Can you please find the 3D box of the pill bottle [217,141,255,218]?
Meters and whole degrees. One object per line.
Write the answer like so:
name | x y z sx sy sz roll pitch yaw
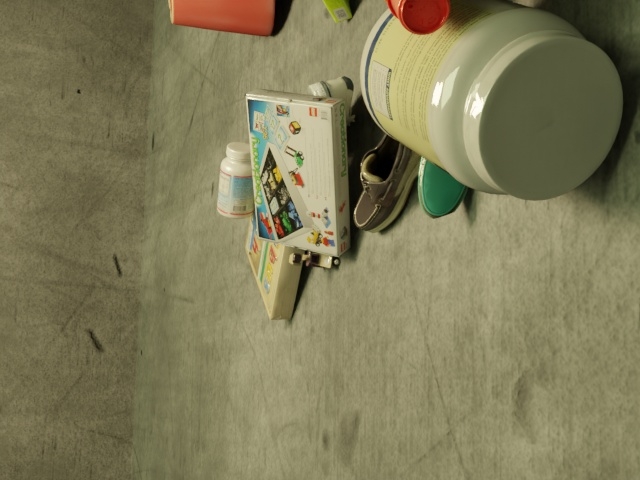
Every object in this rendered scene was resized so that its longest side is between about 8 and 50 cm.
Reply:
pill bottle | -0.184 -0.136 2.060 0.087 0.087 0.160 -126 39 -56

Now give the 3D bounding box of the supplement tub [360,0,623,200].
supplement tub | 0.214 -0.198 1.205 0.325 0.236 0.235 -133 53 -59

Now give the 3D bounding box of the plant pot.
plant pot | -0.249 -0.631 2.234 0.275 0.243 0.274 175 90 -79

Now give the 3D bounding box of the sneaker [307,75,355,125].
sneaker | 0.024 -0.235 1.821 0.258 0.091 0.094 102 149 -70

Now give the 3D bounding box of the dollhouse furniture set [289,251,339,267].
dollhouse furniture set | 0.000 0.000 1.843 0.081 0.091 0.114 8 90 51

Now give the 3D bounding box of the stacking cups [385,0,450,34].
stacking cups | 0.116 -0.351 1.212 0.316 0.096 0.096 -101 27 -54

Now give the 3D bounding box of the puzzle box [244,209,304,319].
puzzle box | -0.090 -0.063 2.004 0.272 0.052 0.408 -116 30 -49

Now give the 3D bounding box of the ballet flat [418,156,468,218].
ballet flat | 0.200 -0.156 1.440 0.087 0.083 0.247 -84 0 -88

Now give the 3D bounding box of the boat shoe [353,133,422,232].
boat shoe | 0.113 -0.119 1.584 0.285 0.092 0.102 125 142 -48

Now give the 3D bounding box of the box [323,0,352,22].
box | 0.020 -0.548 1.870 0.109 0.042 0.178 46 -148 -59

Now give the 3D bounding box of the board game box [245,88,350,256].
board game box | -0.041 -0.129 1.752 0.193 0.053 0.305 12 119 29
